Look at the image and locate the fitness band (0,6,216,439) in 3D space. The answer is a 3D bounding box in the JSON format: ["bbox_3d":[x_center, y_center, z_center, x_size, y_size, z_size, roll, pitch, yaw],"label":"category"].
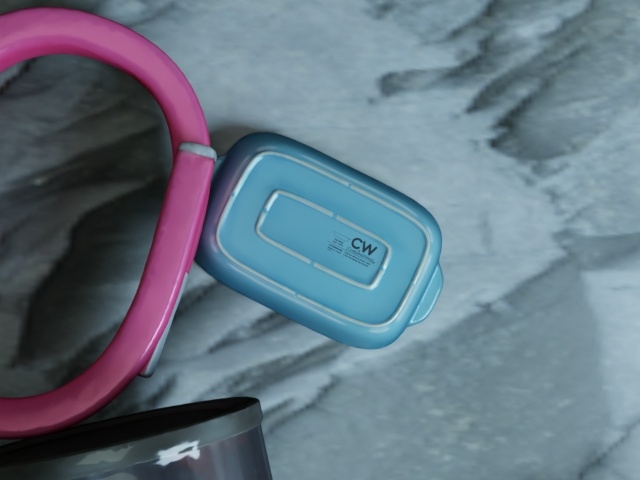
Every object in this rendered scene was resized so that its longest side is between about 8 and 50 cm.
[{"bbox_3d":[-0.187,-0.012,1.191,0.209,0.054,0.290,17,82,0],"label":"fitness band"}]

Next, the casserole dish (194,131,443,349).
[{"bbox_3d":[0.000,0.000,1.239,0.188,0.037,0.114,27,85,-7],"label":"casserole dish"}]

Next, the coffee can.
[{"bbox_3d":[-0.108,0.253,1.134,0.202,0.201,0.275,-12,90,-8],"label":"coffee can"}]
